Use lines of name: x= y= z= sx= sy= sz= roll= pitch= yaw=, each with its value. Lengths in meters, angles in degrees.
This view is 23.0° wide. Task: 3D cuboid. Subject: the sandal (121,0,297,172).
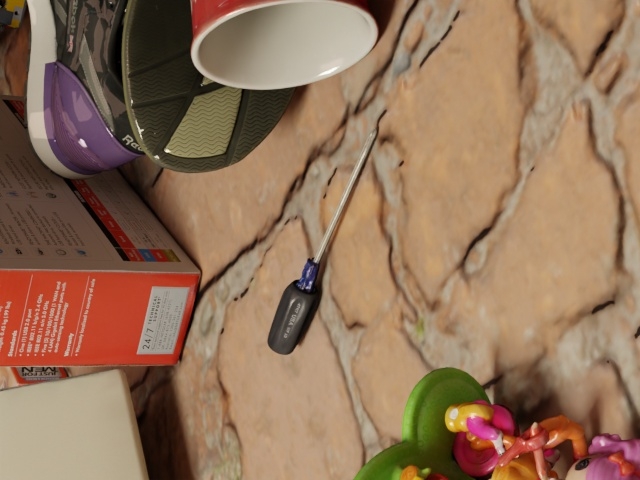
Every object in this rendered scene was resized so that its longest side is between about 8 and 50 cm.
sandal: x=-0.076 y=-0.186 z=1.059 sx=0.086 sy=0.120 sz=0.303 roll=126 pitch=145 yaw=-68

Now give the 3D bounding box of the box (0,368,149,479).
box: x=-0.172 y=0.266 z=1.137 sx=0.148 sy=0.121 sz=0.311 roll=104 pitch=154 yaw=-58

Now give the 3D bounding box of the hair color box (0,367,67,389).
hair color box: x=-0.287 y=0.115 z=1.437 sx=0.167 sy=0.053 sz=0.093 roll=52 pitch=130 yaw=46

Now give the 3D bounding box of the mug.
mug: x=-0.016 y=-0.196 z=0.968 sx=0.113 sy=0.150 sz=0.169 roll=75 pitch=-176 yaw=-69

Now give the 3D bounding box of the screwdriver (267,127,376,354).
screwdriver: x=0.000 y=0.000 z=0.992 sx=0.025 sy=0.024 sz=0.170 roll=30 pitch=116 yaw=24

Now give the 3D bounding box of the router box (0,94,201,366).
router box: x=-0.297 y=-0.022 z=1.219 sx=0.335 sy=0.301 sz=0.082 roll=47 pitch=127 yaw=50

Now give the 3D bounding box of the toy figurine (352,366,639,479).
toy figurine: x=0.109 y=0.138 z=0.749 sx=0.159 sy=0.130 sz=0.173 roll=-10 pitch=55 yaw=45

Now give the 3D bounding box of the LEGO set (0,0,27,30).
LEGO set: x=-0.390 y=-0.300 z=1.461 sx=0.331 sy=0.192 sz=0.255 roll=21 pitch=96 yaw=59

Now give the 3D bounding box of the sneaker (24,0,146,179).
sneaker: x=-0.164 y=-0.196 z=1.221 sx=0.124 sy=0.107 sz=0.283 roll=-14 pitch=82 yaw=41
